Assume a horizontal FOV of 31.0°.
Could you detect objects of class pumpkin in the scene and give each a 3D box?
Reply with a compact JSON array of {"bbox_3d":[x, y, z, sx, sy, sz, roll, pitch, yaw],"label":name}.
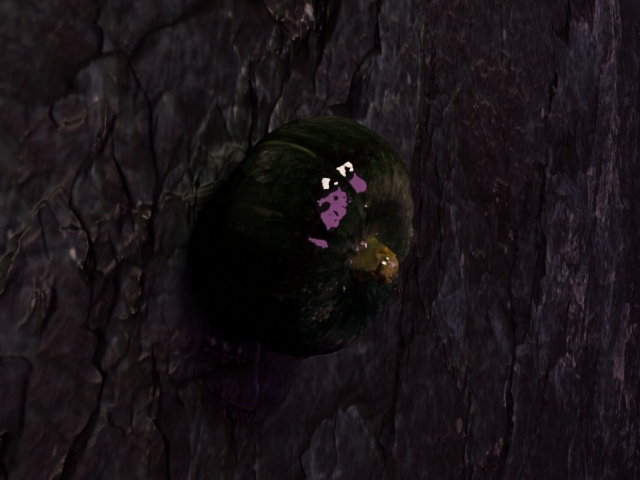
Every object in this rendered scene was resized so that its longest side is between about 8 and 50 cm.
[{"bbox_3d":[-0.001,-0.002,0.980,0.211,0.152,0.211,-15,108,-56],"label":"pumpkin"}]
